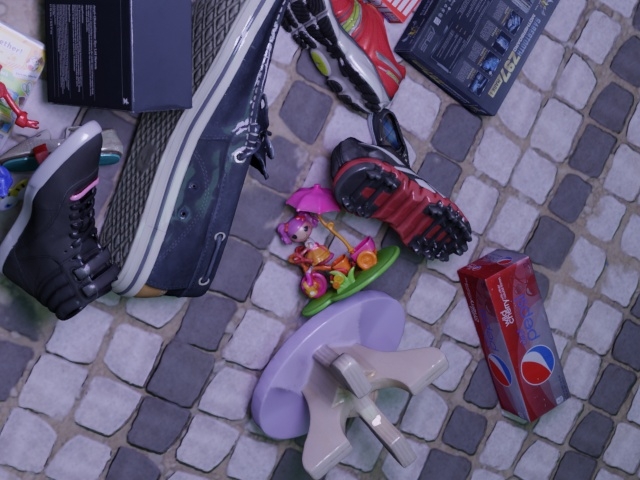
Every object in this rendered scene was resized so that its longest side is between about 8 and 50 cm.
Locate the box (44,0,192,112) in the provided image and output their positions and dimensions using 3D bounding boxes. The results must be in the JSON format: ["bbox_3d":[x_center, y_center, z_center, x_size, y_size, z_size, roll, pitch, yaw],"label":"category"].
[{"bbox_3d":[-0.253,-0.297,1.556,0.103,0.184,0.261,-9,105,-43],"label":"box"}]

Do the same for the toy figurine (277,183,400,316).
[{"bbox_3d":[0.000,0.000,1.807,0.173,0.130,0.159,-34,100,10],"label":"toy figurine"}]

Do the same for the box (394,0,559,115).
[{"bbox_3d":[0.241,-0.331,1.871,0.183,0.059,0.233,32,84,-27],"label":"box"}]

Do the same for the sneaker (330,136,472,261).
[{"bbox_3d":[0.115,-0.066,1.815,0.276,0.135,0.097,30,114,-37],"label":"sneaker"}]

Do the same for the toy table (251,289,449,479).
[{"bbox_3d":[0.047,0.210,1.797,0.274,0.161,0.252,-48,133,-3],"label":"toy table"}]

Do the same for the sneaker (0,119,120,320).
[{"bbox_3d":[-0.295,-0.015,1.544,0.147,0.296,0.104,41,41,5],"label":"sneaker"}]

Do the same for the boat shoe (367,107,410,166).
[{"bbox_3d":[0.107,-0.131,1.854,0.049,0.040,0.142,-28,110,-19],"label":"boat shoe"}]

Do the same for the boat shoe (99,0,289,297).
[{"bbox_3d":[-0.140,-0.147,1.656,0.156,0.187,0.500,18,98,-29],"label":"boat shoe"}]

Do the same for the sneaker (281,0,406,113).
[{"bbox_3d":[0.028,-0.312,1.765,0.118,0.107,0.279,-50,121,-30],"label":"sneaker"}]

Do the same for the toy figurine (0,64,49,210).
[{"bbox_3d":[-0.491,-0.059,1.445,0.362,0.217,0.191,-20,112,-11],"label":"toy figurine"}]

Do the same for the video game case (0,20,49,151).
[{"bbox_3d":[-0.482,-0.203,1.561,0.227,0.026,0.206,28,87,-27],"label":"video game case"}]

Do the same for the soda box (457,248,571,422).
[{"bbox_3d":[0.308,0.150,1.982,0.092,0.083,0.263,-27,110,-20],"label":"soda box"}]

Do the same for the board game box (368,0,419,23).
[{"bbox_3d":[0.117,-0.434,1.799,0.146,0.045,0.193,39,82,-26],"label":"board game box"}]

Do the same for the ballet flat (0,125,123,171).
[{"bbox_3d":[-0.343,-0.122,1.638,0.168,0.057,0.052,-5,72,-29],"label":"ballet flat"}]
